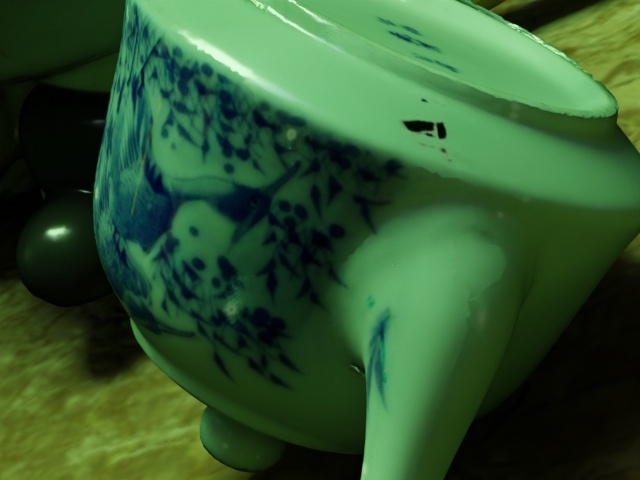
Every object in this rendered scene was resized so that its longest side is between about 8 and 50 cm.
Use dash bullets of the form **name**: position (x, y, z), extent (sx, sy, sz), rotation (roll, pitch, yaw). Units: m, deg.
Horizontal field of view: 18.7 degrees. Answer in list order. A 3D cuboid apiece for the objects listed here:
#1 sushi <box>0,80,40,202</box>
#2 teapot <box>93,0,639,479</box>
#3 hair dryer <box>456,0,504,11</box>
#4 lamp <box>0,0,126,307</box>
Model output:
- **sushi**: position (-0.121, -0.105, 0.857), extent (0.332, 0.124, 0.130), rotation (-44, 3, -33)
- **teapot**: position (0.000, 0.000, 0.559), extent (0.159, 0.159, 0.232), rotation (-28, 30, -3)
- **hair dryer**: position (0.107, -0.153, 0.763), extent (0.278, 0.135, 0.090), rotation (-31, 23, 14)
- **lamp**: position (-0.088, -0.111, 0.701), extent (0.197, 0.244, 0.198), rotation (-23, 8, 4)
